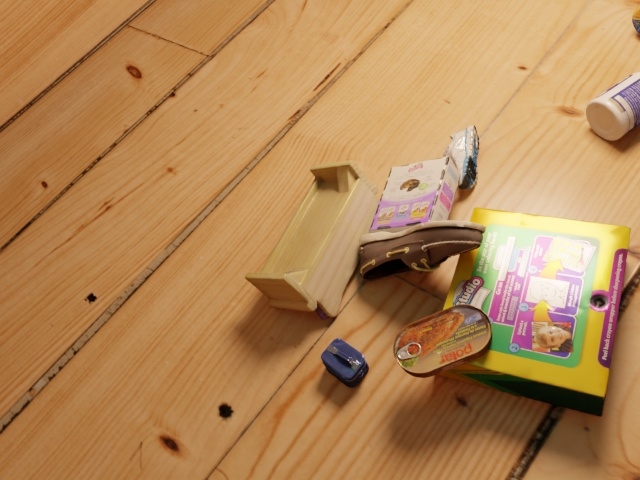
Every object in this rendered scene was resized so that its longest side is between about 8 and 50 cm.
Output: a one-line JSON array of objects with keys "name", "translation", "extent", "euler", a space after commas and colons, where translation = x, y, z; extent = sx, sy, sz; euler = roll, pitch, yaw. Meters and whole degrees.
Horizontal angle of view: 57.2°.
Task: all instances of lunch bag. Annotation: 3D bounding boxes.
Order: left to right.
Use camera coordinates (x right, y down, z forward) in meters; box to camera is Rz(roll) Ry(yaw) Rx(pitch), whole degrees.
[{"name": "lunch bag", "translation": [0.052, 0.256, 1.224], "extent": [0.098, 0.065, 0.067], "euler": [29, 69, 33]}]

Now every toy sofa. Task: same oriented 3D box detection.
[{"name": "toy sofa", "translation": [0.000, 0.000, 1.390], "extent": [0.150, 0.177, 0.363], "euler": [-1, 52, 48]}]

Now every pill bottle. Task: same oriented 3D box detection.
[{"name": "pill bottle", "translation": [0.735, -0.328, 1.379], "extent": [0.186, 0.112, 0.112], "euler": [-33, 53, -5]}]

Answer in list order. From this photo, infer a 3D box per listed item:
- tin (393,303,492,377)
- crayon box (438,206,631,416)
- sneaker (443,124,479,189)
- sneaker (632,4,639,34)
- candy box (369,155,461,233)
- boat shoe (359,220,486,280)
[{"name": "tin", "translation": [0.231, 0.191, 1.106], "extent": [0.189, 0.040, 0.106], "euler": [-23, 47, 7]}, {"name": "crayon box", "translation": [0.420, 0.123, 1.170], "extent": [0.312, 0.106, 0.363], "euler": [9, 60, 27]}, {"name": "sneaker", "translation": [0.345, -0.198, 1.455], "extent": [0.082, 0.071, 0.191], "euler": [-8, 50, 29]}, {"name": "sneaker", "translation": [0.959, -0.562, 1.493], "extent": [0.296, 0.112, 0.131], "euler": [18, 46, 26]}, {"name": "candy box", "translation": [0.223, -0.091, 1.375], "extent": [0.164, 0.070, 0.196], "euler": [-6, 51, 42]}, {"name": "boat shoe", "translation": [0.206, 0.026, 1.250], "extent": [0.324, 0.116, 0.097], "euler": [-11, 66, 46]}]
